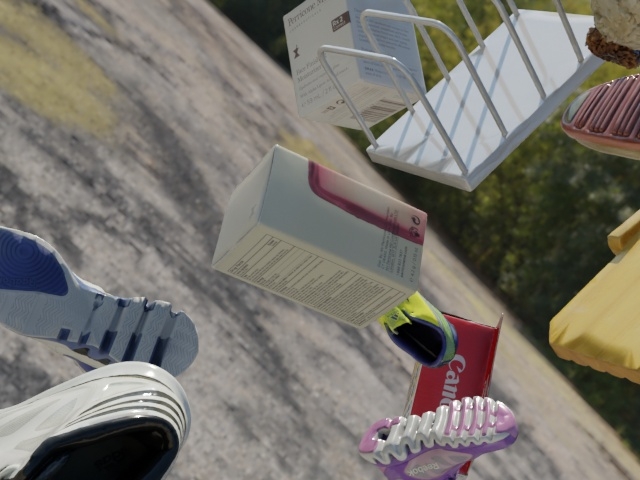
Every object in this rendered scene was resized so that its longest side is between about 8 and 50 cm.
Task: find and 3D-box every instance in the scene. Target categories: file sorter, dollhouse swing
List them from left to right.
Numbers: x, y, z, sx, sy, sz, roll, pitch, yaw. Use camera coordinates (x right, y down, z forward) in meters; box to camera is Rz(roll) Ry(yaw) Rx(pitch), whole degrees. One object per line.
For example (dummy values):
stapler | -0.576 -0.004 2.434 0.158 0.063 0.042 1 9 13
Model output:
file sorter | 0.168 -0.224 1.254 0.193 0.277 0.173 25 -27 55
dollhouse swing | 0.549 0.120 1.514 0.315 0.305 0.347 38 -10 -24

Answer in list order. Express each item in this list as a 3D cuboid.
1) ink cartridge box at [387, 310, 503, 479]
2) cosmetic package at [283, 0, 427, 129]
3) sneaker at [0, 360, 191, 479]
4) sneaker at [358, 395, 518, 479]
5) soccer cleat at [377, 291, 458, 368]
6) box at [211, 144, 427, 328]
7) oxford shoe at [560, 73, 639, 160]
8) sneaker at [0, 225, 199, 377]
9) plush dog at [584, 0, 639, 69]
ink cartridge box | 0.226 0.301 2.054 0.130 0.310 0.272 15 -33 3
cosmetic package | 0.053 -0.294 1.774 0.151 0.151 0.184 5 68 -42
sneaker | -0.338 0.245 1.067 0.257 0.447 0.169 175 -109 -83
sneaker | 0.175 0.294 1.565 0.105 0.236 0.095 61 32 -18
soccer cleat | 0.119 0.105 1.907 0.289 0.093 0.121 42 22 4
box | 0.000 0.000 1.446 0.232 0.148 0.127 24 56 -19
oxford shoe | 0.492 -0.120 1.432 0.397 0.140 0.146 15 -31 45
sneaker | -0.327 0.116 1.491 0.315 0.127 0.182 27 -26 -7
plush dog | 0.338 -0.292 1.095 0.210 0.225 0.262 24 -29 -1
